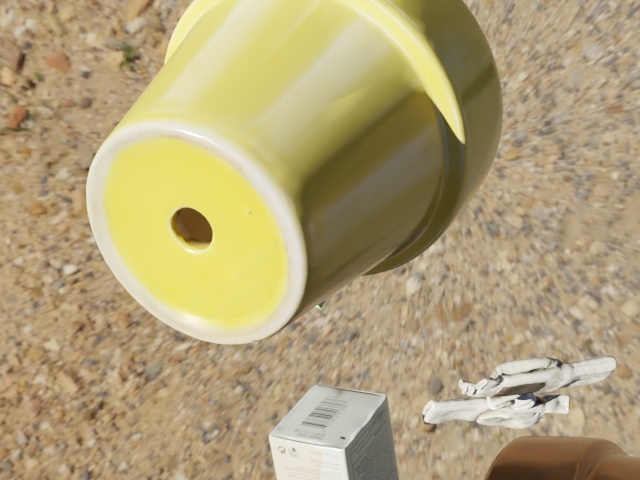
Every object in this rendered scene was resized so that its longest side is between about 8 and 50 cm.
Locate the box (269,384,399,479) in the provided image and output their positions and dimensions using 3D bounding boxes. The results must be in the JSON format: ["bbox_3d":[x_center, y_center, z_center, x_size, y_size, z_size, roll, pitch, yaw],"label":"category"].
[{"bbox_3d":[0.034,0.377,1.674,0.121,0.148,0.311,5,116,28],"label":"box"}]

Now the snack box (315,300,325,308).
[{"bbox_3d":[0.000,0.000,1.502,0.037,0.100,0.141,11,61,38],"label":"snack box"}]

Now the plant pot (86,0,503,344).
[{"bbox_3d":[-0.030,-0.060,0.831,0.254,0.239,0.254,16,126,23],"label":"plant pot"}]

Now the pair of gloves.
[{"bbox_3d":[0.260,0.211,1.578,0.204,0.240,0.042,0,66,-17],"label":"pair of gloves"}]

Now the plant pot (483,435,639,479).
[{"bbox_3d":[0.236,0.266,0.758,0.203,0.291,0.291,-9,93,28],"label":"plant pot"}]
